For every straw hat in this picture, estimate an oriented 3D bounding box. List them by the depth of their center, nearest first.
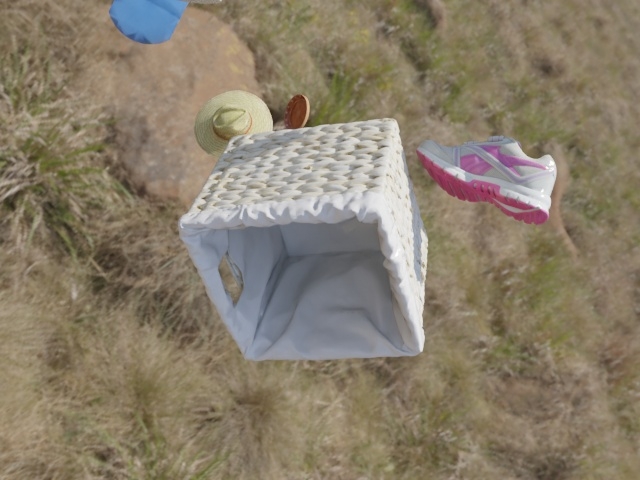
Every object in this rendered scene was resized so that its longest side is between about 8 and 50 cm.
[{"bbox_3d":[-0.159,-0.213,1.335,0.145,0.144,0.061,63,-5,10],"label":"straw hat"}]

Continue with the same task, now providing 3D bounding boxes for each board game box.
[{"bbox_3d":[-0.343,-0.482,1.506,0.133,0.169,0.033,21,19,-33],"label":"board game box"}]

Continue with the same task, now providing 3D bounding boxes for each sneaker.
[{"bbox_3d":[0.282,-0.122,1.256,0.252,0.111,0.103,26,-12,23],"label":"sneaker"}]

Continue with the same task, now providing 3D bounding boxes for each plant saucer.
[{"bbox_3d":[-0.049,-0.273,1.617,0.013,0.083,0.084,10,54,-38],"label":"plant saucer"}]

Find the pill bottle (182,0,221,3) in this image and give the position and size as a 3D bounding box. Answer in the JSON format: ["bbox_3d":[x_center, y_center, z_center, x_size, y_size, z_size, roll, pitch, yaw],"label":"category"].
[{"bbox_3d":[-0.216,-0.538,1.317,0.124,0.124,0.222,-12,108,-58],"label":"pill bottle"}]

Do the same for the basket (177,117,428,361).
[{"bbox_3d":[0.000,0.000,1.241,0.266,0.331,0.328,-73,151,-45],"label":"basket"}]
